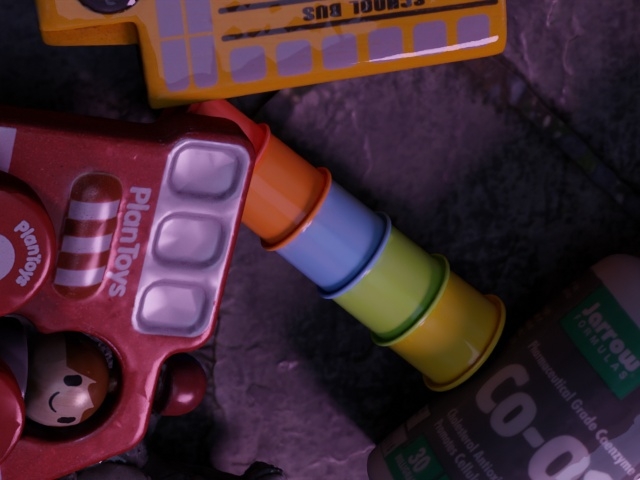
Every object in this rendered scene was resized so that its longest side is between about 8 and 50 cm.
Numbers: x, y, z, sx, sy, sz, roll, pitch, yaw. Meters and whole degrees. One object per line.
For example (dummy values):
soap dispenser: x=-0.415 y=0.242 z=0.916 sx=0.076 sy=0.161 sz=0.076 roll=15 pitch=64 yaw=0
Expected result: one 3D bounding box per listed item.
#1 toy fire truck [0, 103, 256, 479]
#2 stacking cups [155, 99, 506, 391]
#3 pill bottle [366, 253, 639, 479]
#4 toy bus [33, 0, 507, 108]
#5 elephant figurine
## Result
toy fire truck: x=-0.189 y=0.047 z=1.205 sx=0.254 sy=0.169 sz=0.302 roll=6 pitch=109 yaw=-22
stacking cups: x=0.000 y=0.000 z=1.312 sx=0.316 sy=0.096 sz=0.096 roll=35 pitch=102 yaw=-20
pill bottle: x=0.233 y=0.141 z=1.354 sx=0.361 sy=0.204 sz=0.204 roll=-41 pitch=114 yaw=7
toy bus: x=-0.040 y=-0.182 z=1.214 sx=0.333 sy=0.108 sz=0.130 roll=-10 pitch=116 yaw=-7
elephant figurine: x=-0.163 y=0.194 z=1.345 sx=0.239 sy=0.186 sz=0.169 roll=31 pitch=138 yaw=-11
